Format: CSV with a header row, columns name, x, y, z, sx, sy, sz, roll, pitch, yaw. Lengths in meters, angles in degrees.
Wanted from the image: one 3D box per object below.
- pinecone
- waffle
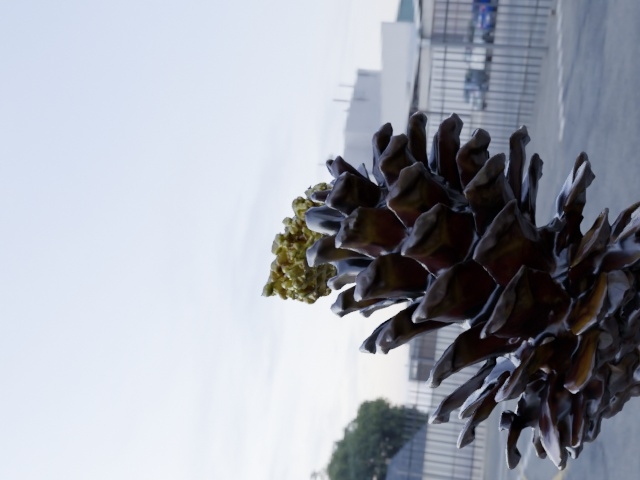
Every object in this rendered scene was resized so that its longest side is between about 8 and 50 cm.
name,x,y,z,sx,sy,sz,roll,pitch,yaw
pinecone,0.119,0.025,0.602,0.246,0.292,0.246,-52,-16,-22
waffle,0.000,0.000,1.140,0.193,0.070,0.197,-10,-55,-63
